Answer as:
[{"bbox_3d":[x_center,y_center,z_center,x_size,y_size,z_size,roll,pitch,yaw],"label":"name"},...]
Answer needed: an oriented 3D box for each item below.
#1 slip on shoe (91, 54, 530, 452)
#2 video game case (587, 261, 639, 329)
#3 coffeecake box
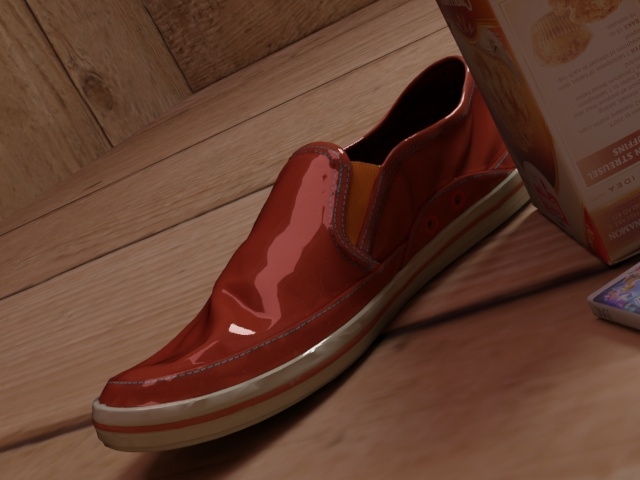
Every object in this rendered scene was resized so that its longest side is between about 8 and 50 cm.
[{"bbox_3d":[0.000,0.000,0.596,0.331,0.101,0.123,-39,18,-31],"label":"slip on shoe"},{"bbox_3d":[0.166,0.012,0.400,0.087,0.011,0.122,-32,13,-11],"label":"video game case"},{"bbox_3d":[0.114,-0.097,0.534,0.068,0.185,0.142,-28,13,3],"label":"coffeecake box"}]
